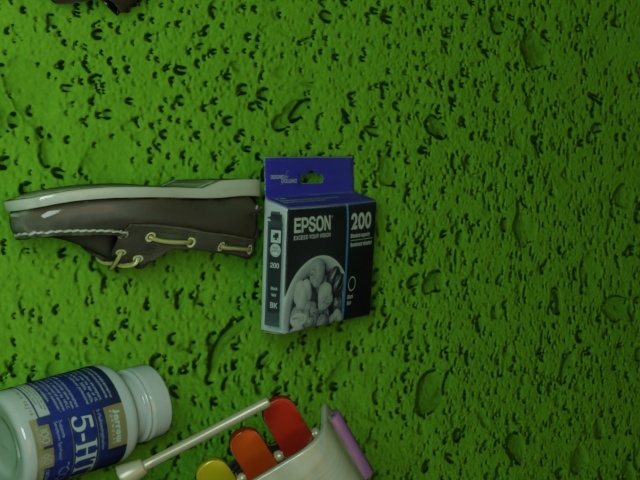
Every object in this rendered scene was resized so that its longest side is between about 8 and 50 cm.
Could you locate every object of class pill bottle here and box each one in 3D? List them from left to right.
[{"bbox_3d":[-0.260,0.195,1.431,0.186,0.112,0.112,-14,104,-38],"label":"pill bottle"}]

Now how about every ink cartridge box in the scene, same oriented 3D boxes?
[{"bbox_3d":[0.000,0.000,1.630,0.206,0.045,0.208,-8,100,-57],"label":"ink cartridge box"}]

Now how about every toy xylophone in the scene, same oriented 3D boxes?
[{"bbox_3d":[-0.097,0.295,1.514,0.322,0.081,0.236,-23,111,-7],"label":"toy xylophone"}]

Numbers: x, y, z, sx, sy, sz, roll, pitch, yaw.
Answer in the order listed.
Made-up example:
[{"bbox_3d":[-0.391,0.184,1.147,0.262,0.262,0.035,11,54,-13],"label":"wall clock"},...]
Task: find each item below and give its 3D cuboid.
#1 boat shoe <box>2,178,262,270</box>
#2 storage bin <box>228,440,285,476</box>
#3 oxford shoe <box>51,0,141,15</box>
[{"bbox_3d":[-0.196,-0.016,1.459,0.324,0.116,0.097,-5,96,-45],"label":"boat shoe"},{"bbox_3d":[-0.038,0.297,1.643,0.135,0.091,0.098,-18,107,-38],"label":"storage bin"},{"bbox_3d":[-0.207,-0.299,1.447,0.227,0.083,0.096,-16,128,-39],"label":"oxford shoe"}]
